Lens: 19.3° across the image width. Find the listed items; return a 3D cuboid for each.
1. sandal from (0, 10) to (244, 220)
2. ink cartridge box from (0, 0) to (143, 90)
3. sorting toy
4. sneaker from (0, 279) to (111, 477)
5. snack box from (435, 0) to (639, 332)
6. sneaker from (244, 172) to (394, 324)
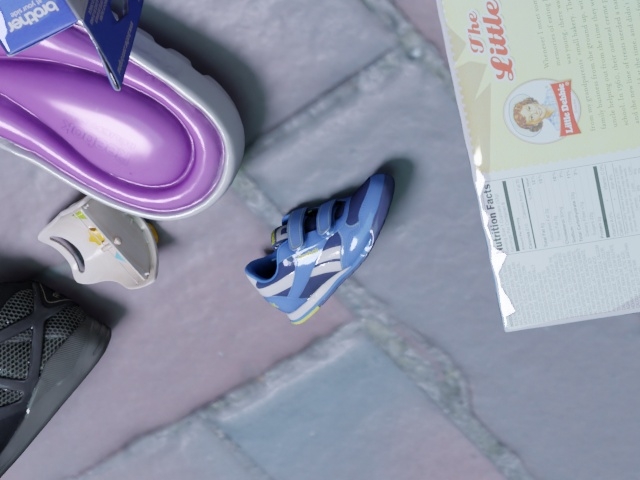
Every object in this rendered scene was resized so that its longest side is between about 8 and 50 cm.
[{"bbox_3d":[-0.250,-0.124,1.278,0.416,0.102,0.169,19,122,-2],"label":"sandal"},{"bbox_3d":[-0.212,-0.242,1.142,0.065,0.186,0.311,-27,116,14],"label":"ink cartridge box"},{"bbox_3d":[-0.168,0.001,1.389,0.075,0.045,0.083,-24,118,32],"label":"sorting toy"},{"bbox_3d":[-0.274,0.121,1.414,0.130,0.087,0.227,38,84,-7],"label":"sneaker"},{"bbox_3d":[0.178,-0.112,1.191,0.187,0.060,0.322,-9,104,15],"label":"snack box"},{"bbox_3d":[0.000,0.000,1.352,0.059,0.053,0.144,35,121,-11],"label":"sneaker"}]
